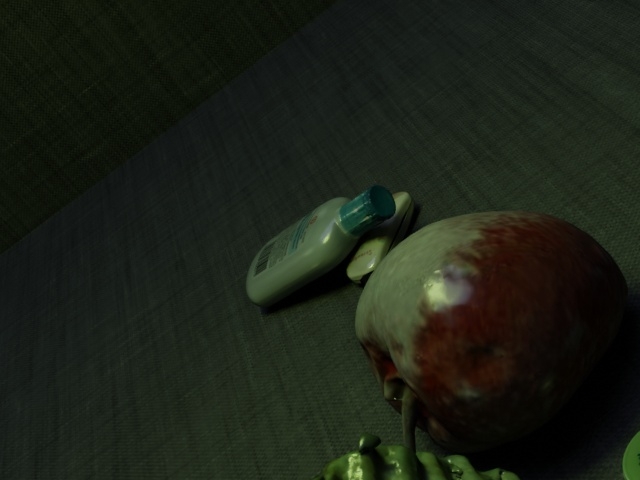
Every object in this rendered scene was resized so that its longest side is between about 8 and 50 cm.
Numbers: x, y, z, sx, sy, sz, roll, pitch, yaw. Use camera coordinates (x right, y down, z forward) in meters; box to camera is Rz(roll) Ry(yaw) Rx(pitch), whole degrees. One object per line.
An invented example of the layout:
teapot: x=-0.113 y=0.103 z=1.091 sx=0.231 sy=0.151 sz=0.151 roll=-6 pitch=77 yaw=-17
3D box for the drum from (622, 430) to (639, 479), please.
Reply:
drum: x=0.439 y=0.201 z=1.235 sx=0.253 sy=0.049 sz=0.130 roll=-36 pitch=26 yaw=4

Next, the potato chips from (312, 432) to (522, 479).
potato chips: x=0.147 y=0.348 z=1.160 sx=0.389 sy=0.373 sz=0.097 roll=-66 pitch=-5 yaw=-50

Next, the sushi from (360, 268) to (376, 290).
sushi: x=0.117 y=0.080 z=1.801 sx=0.085 sy=0.083 sz=0.056 roll=-8 pitch=39 yaw=48

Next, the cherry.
cherry: x=0.205 y=0.106 z=1.453 sx=0.326 sy=0.291 sz=0.335 roll=-24 pitch=9 yaw=48

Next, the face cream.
face cream: x=0.000 y=0.000 z=2.005 sx=0.337 sy=0.080 sz=0.163 roll=-33 pitch=25 yaw=42

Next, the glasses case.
glasses case: x=0.105 y=-0.007 z=1.989 sx=0.081 sy=0.051 sz=0.204 roll=-17 pitch=34 yaw=41
